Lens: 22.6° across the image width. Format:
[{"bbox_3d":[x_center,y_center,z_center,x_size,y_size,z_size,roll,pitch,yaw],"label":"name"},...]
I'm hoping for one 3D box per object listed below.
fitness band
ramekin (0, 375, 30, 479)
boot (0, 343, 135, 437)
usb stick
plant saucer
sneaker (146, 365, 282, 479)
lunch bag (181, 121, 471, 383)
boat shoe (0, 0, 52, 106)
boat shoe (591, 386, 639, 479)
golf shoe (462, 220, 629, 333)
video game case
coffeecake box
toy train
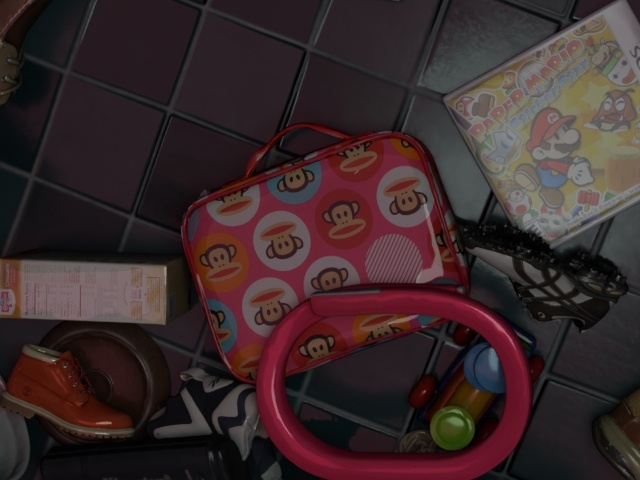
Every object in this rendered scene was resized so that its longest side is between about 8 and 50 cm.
[{"bbox_3d":[0.074,0.149,1.649,0.291,0.054,0.209,-1,99,15],"label":"fitness band"},{"bbox_3d":[-0.431,0.207,1.766,0.109,0.207,0.207,-35,91,16],"label":"ramekin"},{"bbox_3d":[-0.275,0.170,1.788,0.158,0.059,0.084,19,92,5],"label":"boot"},{"bbox_3d":[-0.199,0.256,1.760,0.278,0.045,0.077,-10,102,36],"label":"usb stick"},{"bbox_3d":[-0.257,0.168,1.828,0.169,0.029,0.168,1,96,6],"label":"plant saucer"},{"bbox_3d":[-0.127,0.244,1.796,0.153,0.094,0.235,28,132,33],"label":"sneaker"},{"bbox_3d":[0.000,0.000,1.740,0.293,0.120,0.258,-18,92,8],"label":"lunch bag"},{"bbox_3d":[-0.379,-0.200,1.772,0.324,0.123,0.116,-38,94,17],"label":"boat shoe"},{"bbox_3d":[0.440,0.280,1.718,0.324,0.122,0.120,44,95,0],"label":"boat shoe"},{"bbox_3d":[0.232,0.046,1.722,0.198,0.077,0.094,21,113,-16],"label":"golf shoe"},{"bbox_3d":[0.280,-0.121,1.747,0.227,0.026,0.206,-29,91,8],"label":"video game case"},{"bbox_3d":[-0.246,0.049,1.759,0.186,0.142,0.068,2,95,6],"label":"coffeecake box"},{"bbox_3d":[0.140,0.199,1.730,0.105,0.143,0.248,35,97,3],"label":"toy train"}]
